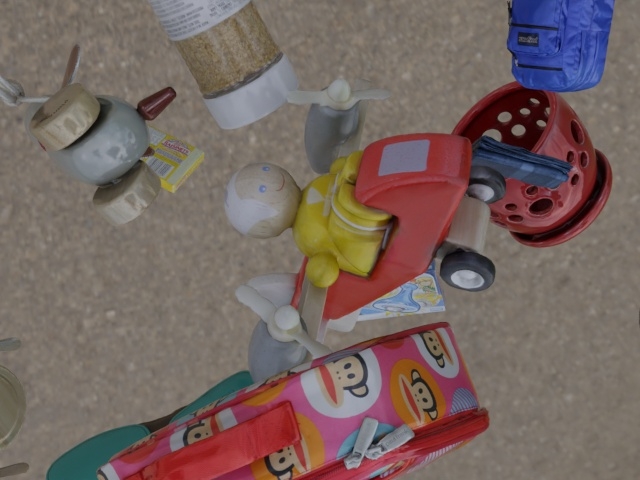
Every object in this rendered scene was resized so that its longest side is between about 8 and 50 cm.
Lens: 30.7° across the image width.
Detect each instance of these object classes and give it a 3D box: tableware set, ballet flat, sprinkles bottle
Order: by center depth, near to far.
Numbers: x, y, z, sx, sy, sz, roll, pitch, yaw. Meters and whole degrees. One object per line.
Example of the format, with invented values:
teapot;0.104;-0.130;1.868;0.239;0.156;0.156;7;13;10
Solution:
tableware set;-0.356;0.155;1.022;0.194;0.039;0.128;-5;94;-37
sprinkles bottle;-0.156;-0.314;1.431;0.121;0.121;0.355;-27;112;5
ballet flat;-0.205;0.296;1.615;0.342;0.116;0.124;-28;134;-2

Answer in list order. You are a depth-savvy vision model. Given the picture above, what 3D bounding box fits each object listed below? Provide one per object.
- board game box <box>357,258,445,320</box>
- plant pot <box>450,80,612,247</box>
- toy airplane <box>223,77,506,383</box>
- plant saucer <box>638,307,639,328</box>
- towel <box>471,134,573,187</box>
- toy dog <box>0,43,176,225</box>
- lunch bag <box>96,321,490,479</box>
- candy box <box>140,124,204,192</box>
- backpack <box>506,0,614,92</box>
board game box;0.086;0.076;1.802;0.201;0.035;0.136;-8;148;10
plant pot;0.286;-0.093;1.579;0.191;0.191;0.174;-39;121;16
toy airplane;0.000;0.000;1.355;0.272;0.386;0.384;27;100;-22
plant saucer;0.419;0.045;1.210;0.198;0.036;0.198;-18;129;-23
towel;0.233;-0.092;1.380;0.119;0.029;0.067;14;168;-8
toy dog;-0.276;-0.156;1.440;0.161;0.333;0.220;-40;138;-9
lunch bag;-0.031;0.166;0.949;0.293;0.120;0.258;-28;167;29
candy box;-0.326;-0.167;2.120;0.206;0.105;0.027;27;139;13
backpack;0.242;-0.215;1.216;0.101;0.098;0.120;-11;109;-40
